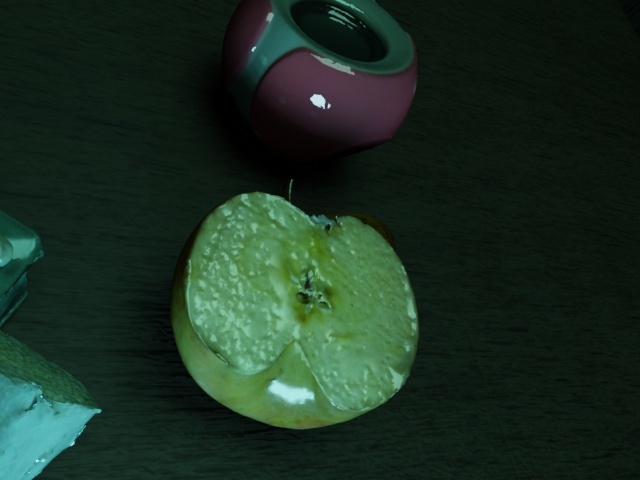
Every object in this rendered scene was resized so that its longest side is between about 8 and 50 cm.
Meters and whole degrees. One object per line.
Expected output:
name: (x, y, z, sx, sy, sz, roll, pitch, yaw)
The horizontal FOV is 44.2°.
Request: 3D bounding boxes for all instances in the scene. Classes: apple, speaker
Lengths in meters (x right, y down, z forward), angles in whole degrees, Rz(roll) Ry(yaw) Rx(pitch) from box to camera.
apple: (-0.049, 0.090, 0.930, 0.293, 0.163, 0.251, 25, 53, -21)
speaker: (-0.006, -0.260, 1.163, 0.294, 0.294, 0.294, 21, 48, -25)

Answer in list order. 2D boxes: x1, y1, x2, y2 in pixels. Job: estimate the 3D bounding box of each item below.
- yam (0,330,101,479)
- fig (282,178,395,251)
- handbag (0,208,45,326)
yam: (-0.351, 0.170, 0.532, 0.241, 0.241, 0.348, 42, 69, -4)
fig: (0.000, 0.000, 1.095, 0.201, 0.133, 0.146, 34, 10, 18)
handbag: (-0.434, 0.019, 0.735, 0.274, 0.100, 0.268, 39, 44, -9)
